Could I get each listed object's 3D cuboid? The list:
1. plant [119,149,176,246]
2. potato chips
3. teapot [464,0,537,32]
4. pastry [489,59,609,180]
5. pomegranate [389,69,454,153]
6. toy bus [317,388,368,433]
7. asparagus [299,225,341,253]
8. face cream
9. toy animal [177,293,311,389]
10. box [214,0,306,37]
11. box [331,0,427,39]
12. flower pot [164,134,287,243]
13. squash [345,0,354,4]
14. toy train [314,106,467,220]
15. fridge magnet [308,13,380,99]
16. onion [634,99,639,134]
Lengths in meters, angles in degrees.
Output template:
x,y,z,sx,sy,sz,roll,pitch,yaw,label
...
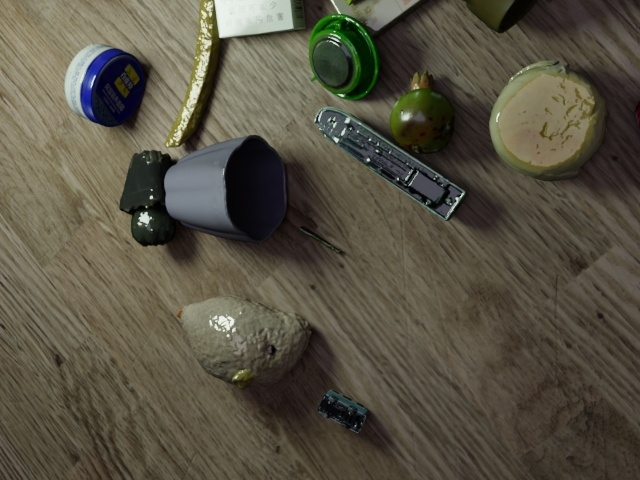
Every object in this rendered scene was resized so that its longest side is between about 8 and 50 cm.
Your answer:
x,y,z,sx,sy,sz,roll,pitch,yaw,label
-0.444,-0.110,1.903,0.141,0.164,0.256,-7,82,20,plant
-0.319,-0.432,1.865,0.057,0.080,0.407,26,106,32,potato chips
0.394,-0.581,1.539,0.267,0.185,0.175,-41,80,-19,teapot
0.500,-0.259,1.556,0.264,0.133,0.265,2,97,19,pastry
0.238,-0.295,1.649,0.159,0.159,0.205,-4,70,20,pomegranate
0.063,0.434,1.821,0.122,0.075,0.060,25,104,15,toy bus
0.000,0.000,1.827,0.127,0.018,0.015,30,140,15,asparagus
-0.576,-0.414,1.889,0.111,0.206,0.206,25,104,19,face cream
-0.214,0.263,1.843,0.358,0.188,0.227,16,95,18,toy animal
-0.162,-0.677,1.744,0.210,0.095,0.331,-1,107,20,box
0.191,-0.644,1.668,0.365,0.051,0.205,-32,84,20,box
-0.251,-0.120,1.793,0.243,0.265,0.265,-2,95,31,flower pot
0.170,-0.690,1.627,0.111,0.203,0.288,57,145,7,squash
0.164,-0.196,1.708,0.407,0.088,0.086,37,105,13,toy train
0.051,-0.434,1.697,0.208,0.088,0.208,25,133,30,fridge magnet
0.743,-0.266,1.451,0.200,0.200,0.208,16,114,18,onion
